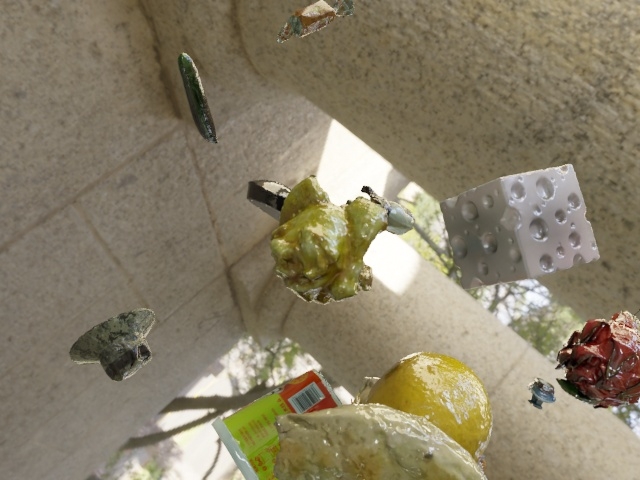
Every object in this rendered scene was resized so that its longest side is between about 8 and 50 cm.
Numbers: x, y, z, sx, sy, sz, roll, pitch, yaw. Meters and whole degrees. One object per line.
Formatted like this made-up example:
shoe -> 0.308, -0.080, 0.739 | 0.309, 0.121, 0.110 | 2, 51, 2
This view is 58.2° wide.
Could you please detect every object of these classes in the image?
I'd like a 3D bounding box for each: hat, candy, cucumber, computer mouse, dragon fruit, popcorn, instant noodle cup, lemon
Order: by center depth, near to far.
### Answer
lemon -> 0.177, 0.290, 0.948 | 0.204, 0.204, 0.260 | -57, 166, 26
candy -> -0.012, -0.426, 1.093 | 0.182, 0.046, 0.053 | -30, 171, -24
dragon fruit -> 0.710, 0.273, 1.407 | 0.293, 0.234, 0.233 | -58, 164, -11
popcorn -> -0.008, 0.002, 1.472 | 0.290, 0.325, 0.321 | -25, -171, -25
cucumber -> -0.321, -0.360, 1.502 | 0.056, 0.056, 0.284 | -41, 146, -23
instant noodle cup -> -0.092, 0.517, 1.548 | 0.308, 0.293, 0.293 | -31, 158, -17
hat -> -0.541, 0.310, 1.584 | 0.266, 0.128, 0.265 | -33, 164, -11
computer mouse -> -0.094, -0.096, 1.657 | 0.295, 0.168, 0.087 | 39, 77, -51

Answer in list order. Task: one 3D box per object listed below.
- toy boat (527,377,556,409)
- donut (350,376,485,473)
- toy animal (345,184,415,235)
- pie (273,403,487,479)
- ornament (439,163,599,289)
toy boat -> 0.495, 0.347, 1.299 | 0.060, 0.060, 0.137 | -65, 168, 2
donut -> 0.237, 0.508, 1.473 | 0.142, 0.383, 0.382 | -47, 163, -21
toy animal -> 0.162, -0.078, 1.575 | 0.225, 0.121, 0.093 | 25, 101, -36
pie -> 0.049, 0.325, 0.602 | 0.337, 0.338, 0.075 | -52, -171, 11
ornament -> 0.482, -0.029, 1.416 | 0.240, 0.238, 0.240 | -12, 174, -26
